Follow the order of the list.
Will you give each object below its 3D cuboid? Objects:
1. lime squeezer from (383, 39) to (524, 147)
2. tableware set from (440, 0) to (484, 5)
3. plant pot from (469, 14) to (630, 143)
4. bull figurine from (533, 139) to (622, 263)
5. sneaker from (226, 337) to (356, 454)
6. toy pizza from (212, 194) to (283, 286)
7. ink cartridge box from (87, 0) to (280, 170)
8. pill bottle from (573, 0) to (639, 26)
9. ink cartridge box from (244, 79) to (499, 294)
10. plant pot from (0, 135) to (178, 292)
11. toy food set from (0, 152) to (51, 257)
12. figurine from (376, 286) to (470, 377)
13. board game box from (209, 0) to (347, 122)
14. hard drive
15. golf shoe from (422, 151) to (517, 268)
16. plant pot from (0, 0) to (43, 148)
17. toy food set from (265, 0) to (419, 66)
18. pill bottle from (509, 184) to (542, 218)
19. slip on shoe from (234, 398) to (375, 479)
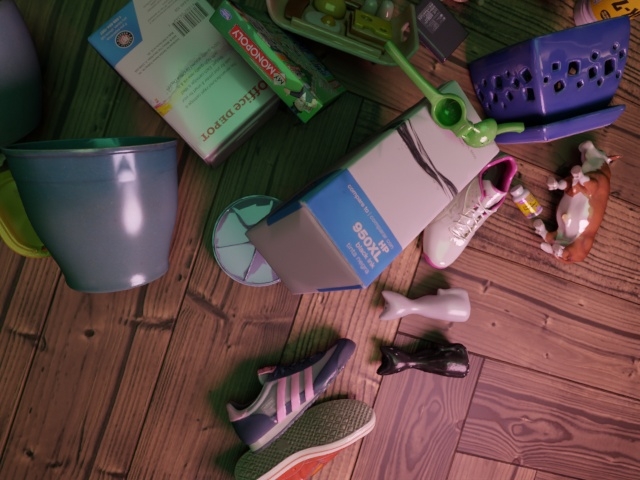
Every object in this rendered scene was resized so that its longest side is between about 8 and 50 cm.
[{"bbox_3d":[0.233,-0.216,0.679,0.310,0.059,0.110,20,73,-22],"label":"lime squeezer"},{"bbox_3d":[0.345,-0.639,0.977,0.128,0.039,0.194,22,83,1],"label":"tableware set"},{"bbox_3d":[0.504,-0.337,0.930,0.236,0.236,0.212,-16,103,-9],"label":"plant pot"},{"bbox_3d":[0.621,-0.093,1.010,0.188,0.101,0.310,3,97,-31],"label":"bull figurine"},{"bbox_3d":[-0.065,0.306,0.917,0.319,0.112,0.131,-42,82,-13],"label":"sneaker"},{"bbox_3d":[-0.136,0.001,0.923,0.201,0.032,0.201,-1,93,-12],"label":"toy pizza"},{"bbox_3d":[-0.238,-0.305,0.802,0.198,0.197,0.270,-44,99,-5],"label":"ink cartridge box"},{"bbox_3d":[0.704,-0.568,0.960,0.119,0.208,0.119,0,93,-10],"label":"pill bottle"},{"bbox_3d":[0.090,-0.088,0.778,0.395,0.285,0.166,-41,100,-25],"label":"ink cartridge box"},{"bbox_3d":[-0.391,-0.052,0.768,0.272,0.271,0.255,-4,108,-11],"label":"plant pot"},{"bbox_3d":[-0.578,-0.067,0.823,0.128,0.071,0.217,-31,101,-32],"label":"toy food set"},{"bbox_3d":[0.235,0.214,0.981,0.210,0.092,0.214,0,92,-7],"label":"figurine"},{"bbox_3d":[-0.055,-0.336,0.785,0.046,0.317,0.213,-40,101,23],"label":"board game box"},{"bbox_3d":[0.272,-0.498,0.977,0.135,0.022,0.094,42,85,-10],"label":"hard drive"},{"bbox_3d":[0.337,-0.074,0.955,0.115,0.140,0.306,27,89,-13],"label":"golf shoe"},{"bbox_3d":[-0.613,-0.267,0.720,0.290,0.290,0.195,-25,134,-8],"label":"plant pot"},{"bbox_3d":[0.052,-0.479,0.840,0.306,0.092,0.219,15,49,-11],"label":"toy food set"},{"bbox_3d":[0.506,-0.098,1.032,0.043,0.043,0.083,-44,99,-6],"label":"pill bottle"},{"bbox_3d":[-0.025,0.465,0.937,0.331,0.123,0.101,-28,119,-8],"label":"slip on shoe"}]
